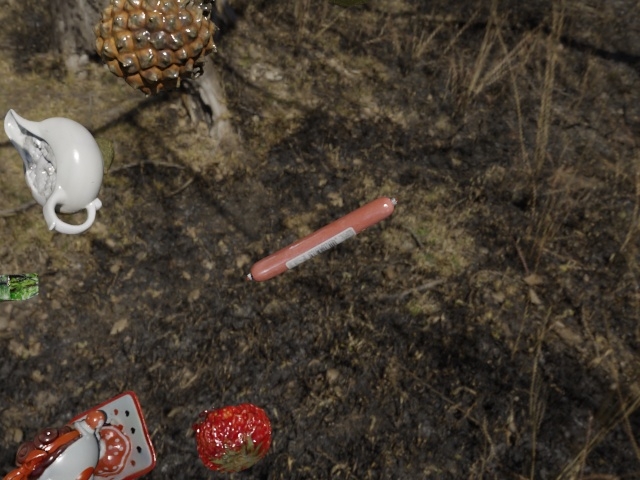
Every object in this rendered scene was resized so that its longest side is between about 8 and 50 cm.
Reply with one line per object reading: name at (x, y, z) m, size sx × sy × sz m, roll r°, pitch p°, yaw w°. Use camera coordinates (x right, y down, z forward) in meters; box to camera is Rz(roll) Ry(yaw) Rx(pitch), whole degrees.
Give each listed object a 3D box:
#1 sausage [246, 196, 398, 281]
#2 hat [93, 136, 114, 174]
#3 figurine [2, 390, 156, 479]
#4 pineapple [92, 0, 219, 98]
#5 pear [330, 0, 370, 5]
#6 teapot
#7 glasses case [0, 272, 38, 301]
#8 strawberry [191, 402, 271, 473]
sausage at (0.000, 0.000, 0.698) m, size 0.223 × 0.029 × 0.029 m, roll -28°, pitch 39°, yaw 7°
hat at (-0.586, -0.195, 1.423) m, size 0.067 × 0.146 × 0.146 m, roll 34°, pitch 40°, yaw 18°
figurine at (-0.449, 0.384, 0.951) m, size 0.160 × 0.184 × 0.226 m, roll 65°, pitch 14°, yaw 16°
pineapple at (-0.232, -0.315, 0.803) m, size 0.166 × 0.193 × 0.166 m, roll 44°, pitch 23°, yaw -24°
pear at (0.033, -0.443, 0.789) m, size 0.188 × 0.187 × 0.220 m, roll 23°, pitch -2°, yaw 15°
teapot at (-0.545, -0.145, 1.122) m, size 0.298 × 0.204 × 0.139 m, roll 56°, pitch 28°, yaw 15°
glasses case at (-0.797, 0.116, 1.233) m, size 0.273 × 0.062 × 0.095 m, roll -5°, pitch -2°, yaw 12°
strawberry at (-0.155, 0.360, 0.968) m, size 0.145 × 0.145 × 0.086 m, roll -2°, pitch 42°, yaw -19°
